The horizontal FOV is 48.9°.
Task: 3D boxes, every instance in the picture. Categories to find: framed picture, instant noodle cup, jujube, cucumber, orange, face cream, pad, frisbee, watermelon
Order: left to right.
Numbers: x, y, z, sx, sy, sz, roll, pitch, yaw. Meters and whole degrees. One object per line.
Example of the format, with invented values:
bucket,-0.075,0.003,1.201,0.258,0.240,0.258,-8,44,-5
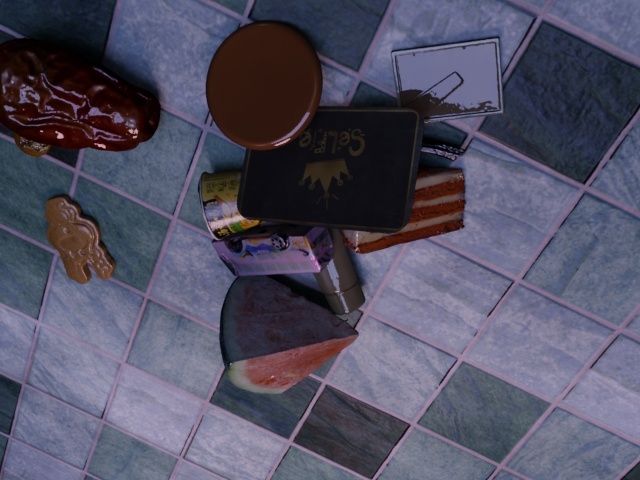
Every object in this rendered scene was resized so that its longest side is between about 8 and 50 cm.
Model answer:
orange,-0.650,-0.227,1.582,0.086,0.062,0.086,8,120,13
jujube,-0.504,-0.285,1.447,0.341,0.216,0.216,14,122,-8
instant noodle cup,-0.180,-0.084,1.504,0.122,0.151,0.152,-11,116,12
frisbee,-0.114,-0.302,1.371,0.250,0.021,0.251,1,93,18
watermelon,-0.094,0.248,1.573,0.292,0.250,0.283,11,141,39
face cream,0.000,0.000,1.547,0.137,0.084,0.341,-13,109,31
pad,0.005,-0.183,1.353,0.375,0.063,0.315,5,80,23
cucumber,0.221,-0.187,1.407,0.134,0.033,0.034,17,118,4
framed picture,0.244,-0.303,1.348,0.203,0.015,0.150,-4,118,15

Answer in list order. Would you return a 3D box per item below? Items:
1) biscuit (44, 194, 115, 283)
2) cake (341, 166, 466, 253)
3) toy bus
biscuit,-0.593,0.000,1.714,0.143,0.040,0.236,-13,117,14
cake,0.161,-0.066,1.417,0.261,0.160,0.158,1,116,11
toy bus,-0.105,0.015,1.526,0.273,0.090,0.112,-4,120,37
